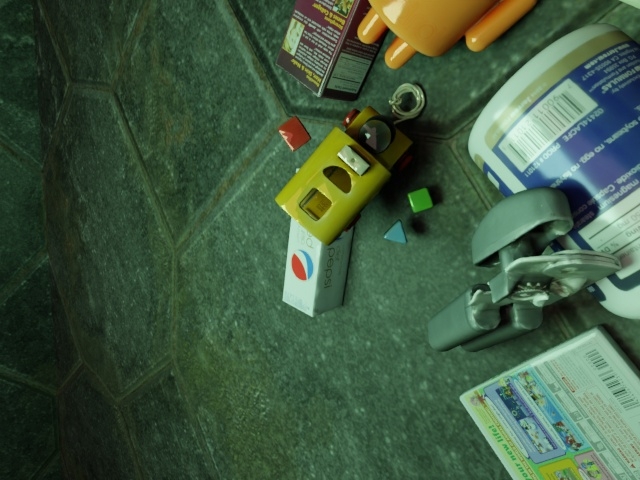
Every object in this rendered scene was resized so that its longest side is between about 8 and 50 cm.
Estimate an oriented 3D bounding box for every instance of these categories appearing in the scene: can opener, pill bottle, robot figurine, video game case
[{"bbox_3d":[0.169,0.044,0.426,0.283,0.076,0.095,94,177,-69],"label":"can opener"},{"bbox_3d":[0.261,-0.032,0.356,0.153,0.153,0.264,-49,65,37],"label":"pill bottle"},{"bbox_3d":[0.134,-0.284,0.451,0.219,0.128,0.158,-42,66,41],"label":"robot figurine"},{"bbox_3d":[0.286,0.226,0.470,0.193,0.023,0.212,-48,66,38],"label":"video game case"}]

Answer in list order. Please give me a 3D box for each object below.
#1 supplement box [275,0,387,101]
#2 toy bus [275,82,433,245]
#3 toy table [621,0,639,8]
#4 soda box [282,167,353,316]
[{"bbox_3d":[0.028,-0.295,0.579,0.104,0.081,0.188,45,125,28],"label":"supplement box"},{"bbox_3d":[0.039,-0.089,0.530,0.191,0.104,0.201,-4,96,8],"label":"toy bus"},{"bbox_3d":[0.309,-0.180,0.245,0.160,0.252,0.274,-53,50,17],"label":"toy table"},{"bbox_3d":[0.000,0.000,0.665,0.069,0.074,0.215,23,113,39],"label":"soda box"}]
